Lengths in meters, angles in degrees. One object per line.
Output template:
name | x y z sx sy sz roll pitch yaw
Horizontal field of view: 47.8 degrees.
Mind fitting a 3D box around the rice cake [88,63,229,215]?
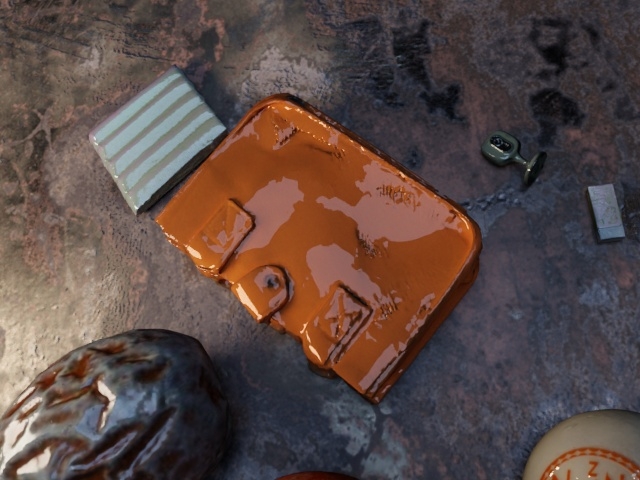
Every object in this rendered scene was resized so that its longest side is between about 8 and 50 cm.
rice cake | -0.264 -0.168 1.170 0.198 0.037 0.189 -35 72 -3

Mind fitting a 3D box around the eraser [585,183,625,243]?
eraser | 0.411 -0.039 1.042 0.038 0.019 0.083 -7 73 4

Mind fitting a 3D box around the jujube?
jujube | -0.266 0.249 0.948 0.308 0.215 0.246 -42 73 -7

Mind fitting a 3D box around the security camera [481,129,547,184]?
security camera | 0.284 -0.128 1.075 0.092 0.058 0.058 33 80 24

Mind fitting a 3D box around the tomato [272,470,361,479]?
tomato | -0.014 0.416 0.856 0.270 0.227 0.270 4 66 -10

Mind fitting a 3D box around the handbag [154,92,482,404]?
handbag | 0.000 0.000 1.040 0.410 0.116 0.303 37 81 17

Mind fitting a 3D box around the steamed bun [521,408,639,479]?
steamed bun | 0.337 0.310 0.840 0.232 0.145 0.232 -17 62 35
